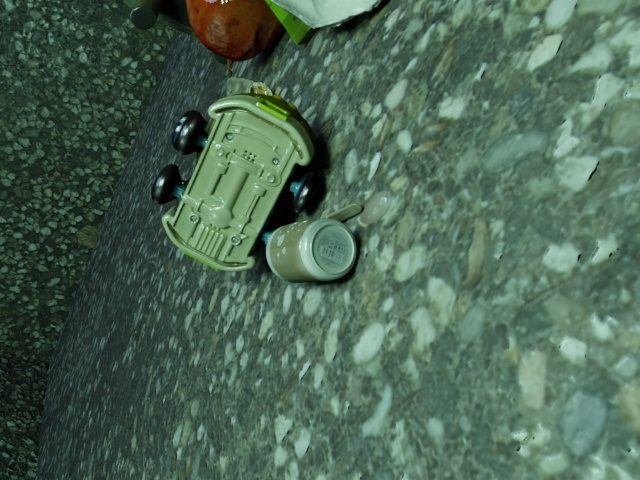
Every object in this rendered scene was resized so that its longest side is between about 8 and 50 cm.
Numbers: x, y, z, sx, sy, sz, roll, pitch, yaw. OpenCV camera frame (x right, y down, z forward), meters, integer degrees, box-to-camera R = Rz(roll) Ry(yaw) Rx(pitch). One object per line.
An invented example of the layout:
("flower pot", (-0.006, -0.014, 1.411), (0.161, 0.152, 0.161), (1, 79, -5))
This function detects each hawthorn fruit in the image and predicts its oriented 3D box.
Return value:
("hawthorn fruit", (-0.174, -0.439, 1.213), (0.207, 0.208, 0.243), (-101, 24, -46))

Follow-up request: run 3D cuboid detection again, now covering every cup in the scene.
("cup", (0.002, 0.008, 0.708), (0.099, 0.102, 0.074), (-7, 105, 61))

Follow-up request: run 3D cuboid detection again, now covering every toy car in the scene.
("toy car", (-0.108, -0.099, 0.882), (0.248, 0.204, 0.198), (-60, 5, 25))

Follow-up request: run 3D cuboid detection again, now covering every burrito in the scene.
("burrito", (-0.148, -0.281, 1.191), (0.226, 0.060, 0.087), (46, 119, 61))

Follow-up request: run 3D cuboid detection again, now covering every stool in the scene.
("stool", (-0.295, -0.629, 1.472), (0.310, 0.310, 0.226), (-58, 38, 26))

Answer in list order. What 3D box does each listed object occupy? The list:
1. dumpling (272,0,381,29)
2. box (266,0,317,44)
("dumpling", (-0.008, -0.457, 0.879), (0.260, 0.341, 0.181), (-68, -12, 24))
("box", (-0.056, -0.447, 1.021), (0.193, 0.030, 0.121), (55, 138, 4))
